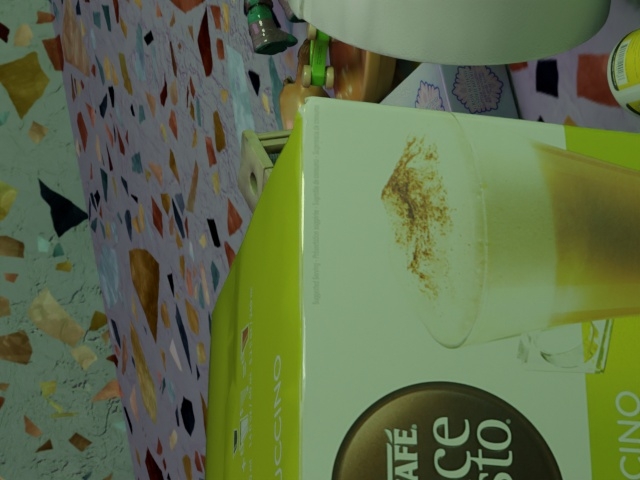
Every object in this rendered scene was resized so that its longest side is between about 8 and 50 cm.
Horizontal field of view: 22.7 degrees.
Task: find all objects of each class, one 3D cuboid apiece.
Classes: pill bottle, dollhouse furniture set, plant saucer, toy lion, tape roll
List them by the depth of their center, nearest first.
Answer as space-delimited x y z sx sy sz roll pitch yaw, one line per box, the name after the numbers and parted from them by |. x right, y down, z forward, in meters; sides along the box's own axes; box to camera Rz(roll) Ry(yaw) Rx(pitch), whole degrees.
0.246 -0.120 1.062 0.116 0.065 0.065 168 92 -71 | pill bottle
0.097 -0.252 1.144 0.246 0.246 0.169 -126 31 -51 | tape roll
0.000 0.000 1.504 0.129 0.129 0.184 -120 29 -46 | dollhouse furniture set
0.042 -0.217 1.569 0.200 0.037 0.200 177 90 -79 | plant saucer
0.000 -0.218 1.621 0.096 0.034 0.100 -92 7 -45 | toy lion

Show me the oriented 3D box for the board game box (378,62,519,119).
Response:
0.116 0.017 1.487 0.318 0.066 0.318 140 118 -68 | board game box

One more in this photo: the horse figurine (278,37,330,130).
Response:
-0.003 -0.098 1.716 0.174 0.066 0.263 -82 -17 -86 | horse figurine

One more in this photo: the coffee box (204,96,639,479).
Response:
0.107 0.145 1.066 0.338 0.334 0.338 119 154 -61 | coffee box

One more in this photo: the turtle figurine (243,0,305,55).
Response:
-0.074 -0.334 1.776 0.234 0.118 0.175 69 159 11 | turtle figurine
